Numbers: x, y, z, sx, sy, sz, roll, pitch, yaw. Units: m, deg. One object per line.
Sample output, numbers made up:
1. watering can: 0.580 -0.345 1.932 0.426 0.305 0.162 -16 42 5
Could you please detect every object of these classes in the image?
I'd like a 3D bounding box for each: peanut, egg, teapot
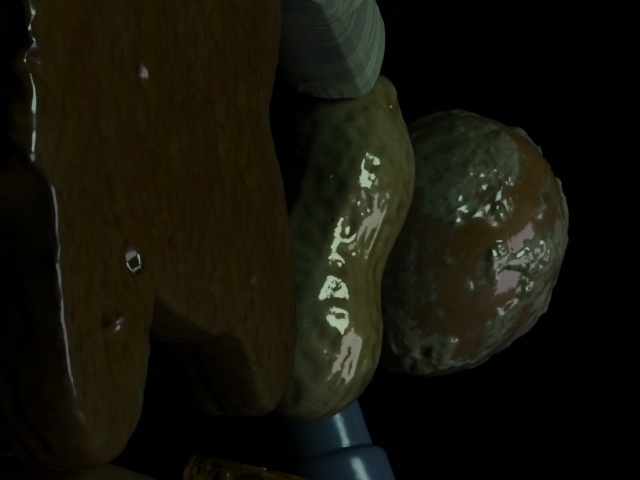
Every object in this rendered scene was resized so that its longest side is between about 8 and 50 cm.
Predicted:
1. peanut: 0.000 0.000 1.228 0.111 0.125 0.274 34 60 -36
2. egg: 0.108 0.003 1.477 0.203 0.203 0.245 69 43 -65
3. teapot: -0.005 -0.179 1.138 0.200 0.077 0.107 57 44 -70

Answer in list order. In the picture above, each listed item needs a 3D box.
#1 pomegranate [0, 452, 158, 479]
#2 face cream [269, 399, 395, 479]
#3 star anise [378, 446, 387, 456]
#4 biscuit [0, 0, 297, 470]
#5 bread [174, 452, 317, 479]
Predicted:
1. pomegranate: -0.104 0.240 0.724 0.319 0.319 0.319 13 90 -75
2. face cream: 0.038 0.266 1.301 0.086 0.136 0.385 12 57 -61
3. star anise: -0.015 0.239 1.440 0.234 0.073 0.177 -63 154 -25
4. biscuit: -0.095 -0.089 0.809 0.394 0.076 0.368 5 81 -77
5. bread: -0.047 0.256 1.198 0.143 0.158 0.149 87 27 -46
